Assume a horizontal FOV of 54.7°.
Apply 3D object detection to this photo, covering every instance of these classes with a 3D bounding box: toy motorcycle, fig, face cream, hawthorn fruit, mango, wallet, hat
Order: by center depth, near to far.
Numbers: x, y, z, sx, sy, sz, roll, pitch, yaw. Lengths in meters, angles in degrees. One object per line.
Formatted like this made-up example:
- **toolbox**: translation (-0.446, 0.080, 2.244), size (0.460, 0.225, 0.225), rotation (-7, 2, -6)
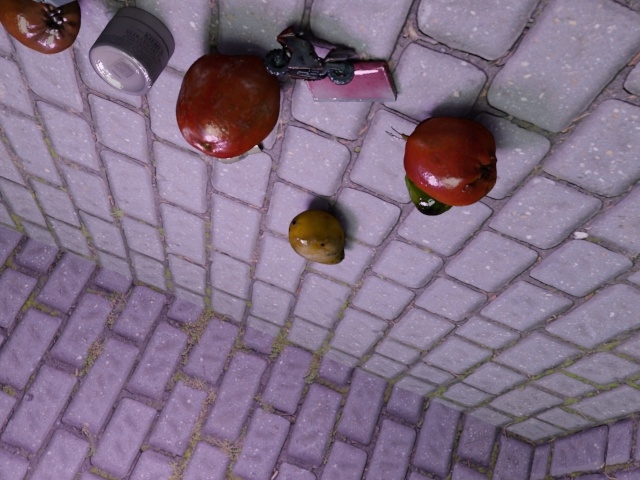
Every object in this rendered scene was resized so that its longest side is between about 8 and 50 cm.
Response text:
- **toy motorcycle**: translation (-0.021, -0.431, 1.448), size (0.213, 0.123, 0.082), rotation (9, 176, -2)
- **hawthorn fruit**: translation (0.291, -0.211, 1.516), size (0.299, 0.211, 0.211), rotation (25, 156, 24)
- **wallet**: translation (0.067, -0.391, 1.528), size (0.232, 0.025, 0.119), rotation (7, 150, 28)
- **hawthorn fruit**: translation (-0.236, -0.346, 1.595), size (0.284, 0.284, 0.284), rotation (17, 152, 9)
- **hawthorn fruit**: translation (-0.749, -0.593, 1.605), size (0.251, 0.199, 0.199), rotation (22, 156, 32)
- **face cream**: translation (-0.493, -0.491, 1.619), size (0.177, 0.153, 0.177), rotation (16, 152, 9)
- **fig**: translation (0.303, -0.143, 1.741), size (0.156, 0.123, 0.123), rotation (52, 168, 31)
- **hat**: translation (-0.259, -0.275, 1.931), size (0.166, 0.081, 0.122), rotation (-3, 147, 23)
- **mango**: translation (-0.006, -0.005, 2.150), size (0.176, 0.176, 0.329), rotation (39, 176, 15)

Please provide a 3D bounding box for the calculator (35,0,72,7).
- **calculator**: translation (-0.557, -0.603, 1.423), size (0.246, 0.045, 0.141), rotation (-19, -175, 2)
